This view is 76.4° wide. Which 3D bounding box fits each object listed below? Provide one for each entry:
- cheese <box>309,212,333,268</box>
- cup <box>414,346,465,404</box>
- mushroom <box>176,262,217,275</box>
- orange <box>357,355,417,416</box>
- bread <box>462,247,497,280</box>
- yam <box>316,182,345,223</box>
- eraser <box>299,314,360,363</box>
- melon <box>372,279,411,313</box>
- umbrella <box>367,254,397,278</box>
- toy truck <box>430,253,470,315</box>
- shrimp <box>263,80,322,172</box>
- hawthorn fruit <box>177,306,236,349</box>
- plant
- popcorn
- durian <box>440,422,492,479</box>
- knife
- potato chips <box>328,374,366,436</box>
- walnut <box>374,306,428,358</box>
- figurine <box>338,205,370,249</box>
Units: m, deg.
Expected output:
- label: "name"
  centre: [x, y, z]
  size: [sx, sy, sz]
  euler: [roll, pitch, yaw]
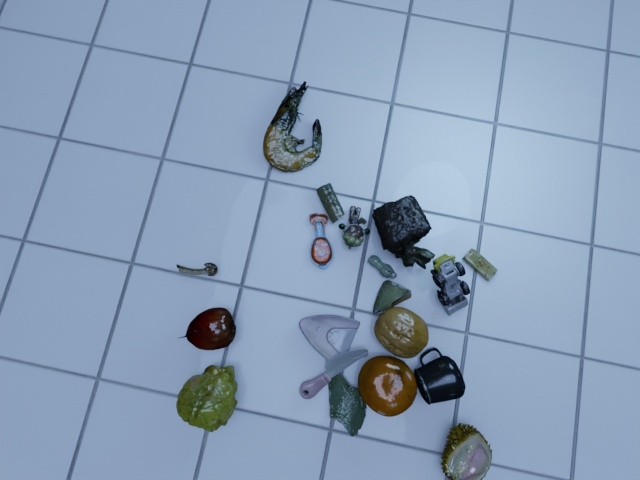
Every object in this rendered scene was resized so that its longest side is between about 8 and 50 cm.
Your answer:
- label: "cheese"
  centre: [0.000, 0.000, 1.811]
  size: [0.106, 0.037, 0.256]
  euler: [-5, 80, -3]
- label: "cup"
  centre: [0.472, 0.551, 1.665]
  size: [0.176, 0.169, 0.223]
  euler: [-23, 46, 3]
- label: "mushroom"
  centre: [-0.543, 0.125, 1.775]
  size: [0.187, 0.061, 0.060]
  euler: [0, 85, 4]
- label: "orange"
  centre: [0.266, 0.580, 1.638]
  size: [0.240, 0.171, 0.240]
  euler: [2, 73, -5]
- label: "bread"
  centre: [0.707, 0.106, 1.803]
  size: [0.153, 0.028, 0.068]
  euler: [43, 80, 5]
- label: "yam"
  centre: [0.048, -0.167, 1.824]
  size: [0.078, 0.078, 0.179]
  euler: [-26, 80, -5]
- label: "eraser"
  centre: [0.023, 0.392, 1.727]
  size: [0.243, 0.059, 0.204]
  euler: [25, 81, 0]
- label: "melon"
  centre: [0.300, 0.236, 1.758]
  size: [0.202, 0.093, 0.139]
  euler: [-35, 51, 21]
- label: "umbrella"
  centre: [0.272, 0.117, 1.780]
  size: [0.143, 0.067, 0.062]
  euler: [37, 52, 12]
- label: "toy truck"
  centre: [0.542, 0.183, 1.714]
  size: [0.136, 0.111, 0.286]
  euler: [-27, 125, -5]
- label: "shrimp"
  centre: [-0.104, -0.527, 1.889]
  size: [0.272, 0.085, 0.445]
  euler: [16, 82, -3]
- label: "hawthorn fruit"
  centre: [-0.468, 0.365, 1.668]
  size: [0.235, 0.181, 0.181]
  euler: [-8, 80, -6]
- label: "plant"
  centre: [0.360, -0.016, 1.729]
  size: [0.213, 0.215, 0.312]
  euler: [-17, 83, 0]
- label: "popcorn"
  centre: [-0.432, 0.626, 1.611]
  size: [0.259, 0.259, 0.212]
  euler: [-18, 105, -4]
- label: "durian"
  centre: [0.569, 0.847, 1.613]
  size: [0.183, 0.138, 0.250]
  euler: [19, 88, -27]
- label: "knife"
  centre: [0.049, 0.535, 1.683]
  size: [0.336, 0.043, 0.081]
  euler: [-38, 91, 2]
- label: "potato chips"
  centre: [0.103, 0.670, 1.674]
  size: [0.228, 0.059, 0.167]
  euler: [42, 77, 6]
- label: "walnut"
  centre: [0.330, 0.372, 1.667]
  size: [0.221, 0.195, 0.195]
  euler: [34, 81, 8]
- label: "figurine"
  centre: [0.150, -0.059, 1.795]
  size: [0.147, 0.093, 0.197]
  euler: [11, 79, -12]
